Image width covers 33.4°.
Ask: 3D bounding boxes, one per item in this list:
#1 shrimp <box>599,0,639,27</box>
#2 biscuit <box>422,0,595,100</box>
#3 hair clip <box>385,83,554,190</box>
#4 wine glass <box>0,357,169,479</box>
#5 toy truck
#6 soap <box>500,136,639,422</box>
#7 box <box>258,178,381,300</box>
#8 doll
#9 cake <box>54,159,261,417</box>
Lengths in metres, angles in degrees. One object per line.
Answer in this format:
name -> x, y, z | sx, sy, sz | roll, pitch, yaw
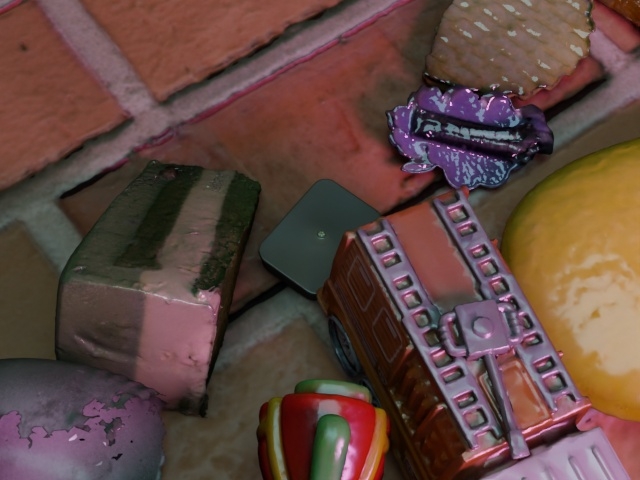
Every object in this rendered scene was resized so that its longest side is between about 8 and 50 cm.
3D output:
shrimp -> 0.393, -0.299, 1.323 | 0.091, 0.043, 0.184 | -21, 60, -5
biscuit -> 0.240, -0.265, 1.295 | 0.187, 0.036, 0.274 | 22, 64, 8
hair clip -> 0.168, -0.117, 1.198 | 0.195, 0.052, 0.124 | 7, 73, -3
wine glass -> -0.310, 0.178, 0.960 | 0.357, 0.190, 0.190 | 15, 63, 10
toy truck -> 0.148, 0.152, 0.981 | 0.173, 0.207, 0.388 | -21, 68, -14
soap -> 0.398, 0.021, 1.117 | 0.427, 0.115, 0.306 | -19, 71, -12
box -> 0.000, 0.000, 1.150 | 0.091, 0.031, 0.126 | 34, 66, 13
doll -> -0.004, 0.305, 0.911 | 0.160, 0.183, 0.363 | 0, 67, -11
cake -> -0.150, 0.004, 1.065 | 0.158, 0.172, 0.284 | 14, 61, 1
